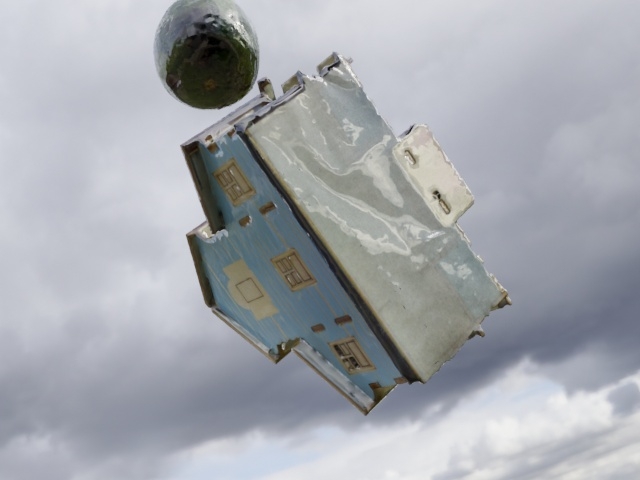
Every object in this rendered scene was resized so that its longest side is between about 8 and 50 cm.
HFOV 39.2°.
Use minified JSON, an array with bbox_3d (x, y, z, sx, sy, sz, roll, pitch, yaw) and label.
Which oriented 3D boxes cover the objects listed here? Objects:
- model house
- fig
[{"bbox_3d":[0.000,0.000,0.756,0.178,0.271,0.206,-42,8,-34],"label":"model house"},{"bbox_3d":[-0.132,-0.234,1.039,0.123,0.156,0.123,-5,-40,-4],"label":"fig"}]
